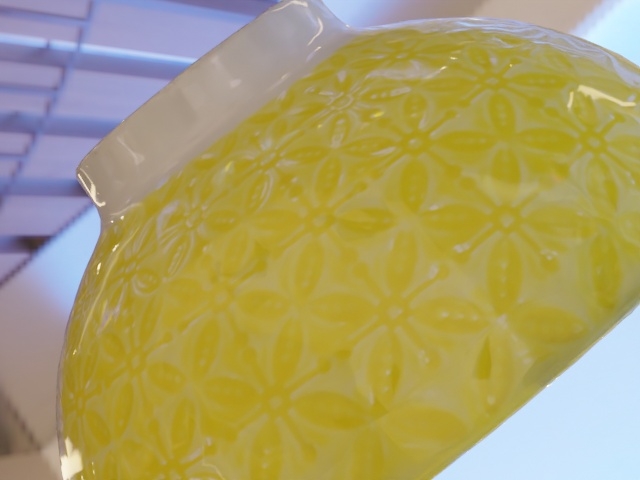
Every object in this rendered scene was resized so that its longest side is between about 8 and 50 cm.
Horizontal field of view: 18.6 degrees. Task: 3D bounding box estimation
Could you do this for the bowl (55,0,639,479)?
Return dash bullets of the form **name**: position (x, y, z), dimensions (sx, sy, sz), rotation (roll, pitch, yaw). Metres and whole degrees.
- **bowl**: position (0.000, 0.000, 0.738), dimensions (0.289, 0.289, 0.156), rotation (-38, -89, 25)
